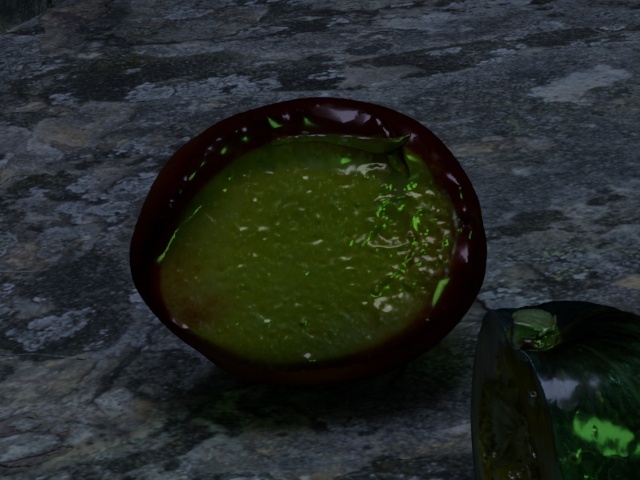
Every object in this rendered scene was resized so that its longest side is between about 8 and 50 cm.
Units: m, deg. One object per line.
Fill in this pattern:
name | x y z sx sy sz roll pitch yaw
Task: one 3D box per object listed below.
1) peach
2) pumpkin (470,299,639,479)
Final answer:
peach | -0.013 0.002 2.004 0.406 0.335 0.310 -11 1 4
pumpkin | 0.262 0.179 1.561 0.197 0.263 0.293 -7 24 -9
